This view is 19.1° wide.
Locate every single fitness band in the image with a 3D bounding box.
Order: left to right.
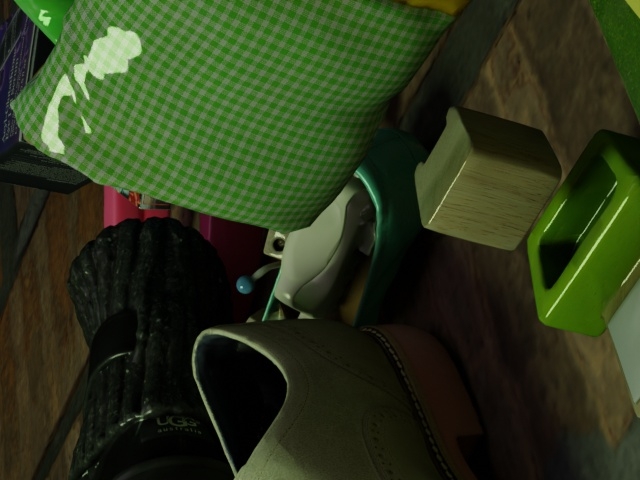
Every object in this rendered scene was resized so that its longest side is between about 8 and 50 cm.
[{"bbox_3d":[-0.106,-0.052,1.444,0.209,0.054,0.291,-1,89,64],"label":"fitness band"}]

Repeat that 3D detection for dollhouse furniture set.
[{"bbox_3d":[0.043,-0.041,0.796,0.151,0.301,0.197,-102,33,-49],"label":"dollhouse furniture set"}]

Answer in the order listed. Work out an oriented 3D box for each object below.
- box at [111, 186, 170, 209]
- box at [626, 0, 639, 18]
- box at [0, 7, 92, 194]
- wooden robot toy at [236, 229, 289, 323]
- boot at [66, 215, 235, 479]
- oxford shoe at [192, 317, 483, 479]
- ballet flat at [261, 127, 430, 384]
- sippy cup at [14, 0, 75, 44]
[{"bbox_3d":[-0.131,-0.101,1.415,0.094,0.027,0.137,32,116,57],"label":"box"},{"bbox_3d":[0.180,-0.075,0.707,0.232,0.087,0.058,61,137,39],"label":"box"},{"bbox_3d":[-0.256,-0.139,1.834,0.207,0.108,0.153,160,118,-64],"label":"box"},{"bbox_3d":[0.000,0.000,1.234,0.079,0.076,0.173,-30,-43,-72],"label":"wooden robot toy"},{"bbox_3d":[-0.123,0.183,1.305,0.260,0.131,0.348,-105,28,-47],"label":"boot"},{"bbox_3d":[0.023,0.174,0.952,0.397,0.146,0.140,-119,45,-57],"label":"oxford shoe"},{"bbox_3d":[-0.007,0.044,1.150,0.083,0.087,0.247,33,113,35],"label":"ballet flat"},{"bbox_3d":[-0.074,-0.200,1.232,0.224,0.305,0.240,-44,-6,3],"label":"sippy cup"}]
